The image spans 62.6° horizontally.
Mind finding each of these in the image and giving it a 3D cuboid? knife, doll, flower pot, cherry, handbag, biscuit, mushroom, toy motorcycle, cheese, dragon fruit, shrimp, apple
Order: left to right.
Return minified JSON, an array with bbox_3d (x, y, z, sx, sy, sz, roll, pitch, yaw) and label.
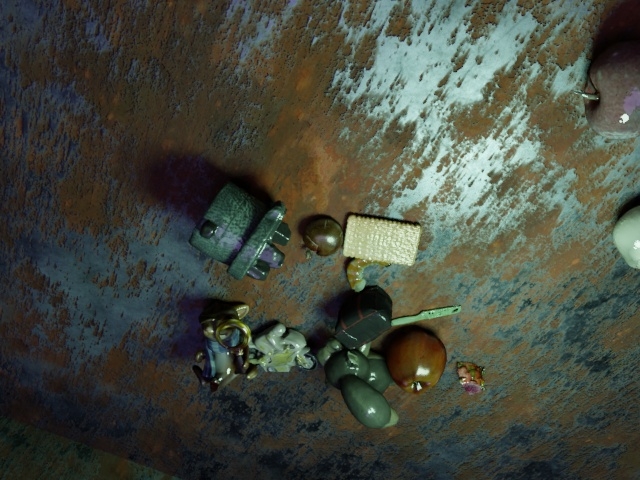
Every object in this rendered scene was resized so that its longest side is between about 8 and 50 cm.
[{"bbox_3d":[-0.379,0.409,2.013,0.317,0.209,0.340,3,102,24],"label":"doll"},{"bbox_3d":[-0.229,-0.029,1.661,0.282,0.299,0.299,34,124,-8],"label":"flower pot"},{"bbox_3d":[-0.179,0.427,2.100,0.340,0.108,0.223,-4,117,20],"label":"toy motorcycle"},{"bbox_3d":[-0.001,0.001,1.776,0.135,0.080,0.171,34,121,-5],"label":"mushroom"},{"bbox_3d":[0.162,0.569,1.996,0.252,0.379,0.382,-35,132,23],"label":"doll"},{"bbox_3d":[0.159,0.277,1.902,0.215,0.169,0.155,-36,112,26],"label":"handbag"},{"bbox_3d":[0.175,0.112,1.859,0.166,0.049,0.161,-9,124,5],"label":"shrimp"},{"bbox_3d":[0.205,-0.001,1.763,0.249,0.030,0.160,8,117,2],"label":"biscuit"},{"bbox_3d":[0.362,0.447,1.968,0.233,0.234,0.234,4,127,5],"label":"apple"},{"bbox_3d":[0.381,0.281,1.966,0.293,0.020,0.043,-14,122,17],"label":"knife"},{"bbox_3d":[0.608,0.545,2.083,0.096,0.102,0.147,-17,132,28],"label":"dragon fruit"},{"bbox_3d":[0.766,-0.370,1.305,0.285,0.213,0.236,-2,135,-2],"label":"cherry"},{"bbox_3d":[0.975,-0.020,1.568,0.189,0.154,0.198,27,125,-37],"label":"cheese"}]
